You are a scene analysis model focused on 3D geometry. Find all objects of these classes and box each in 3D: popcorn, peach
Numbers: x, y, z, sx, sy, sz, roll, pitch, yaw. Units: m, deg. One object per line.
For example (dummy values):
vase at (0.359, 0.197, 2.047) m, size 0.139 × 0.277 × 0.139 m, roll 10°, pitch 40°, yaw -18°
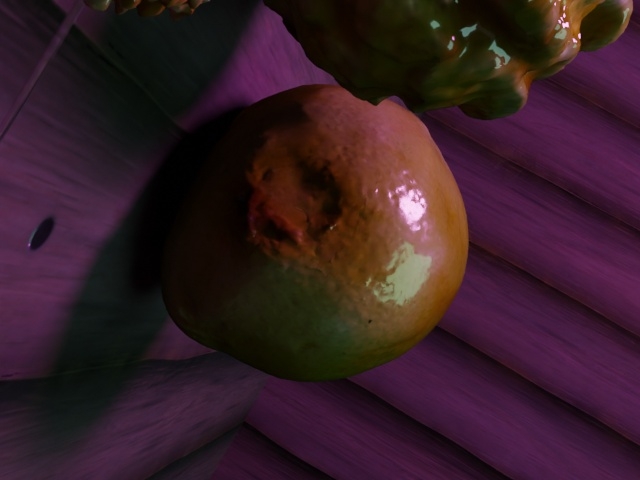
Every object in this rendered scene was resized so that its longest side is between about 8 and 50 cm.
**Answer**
popcorn at (0.106, -0.247, 0.645) m, size 0.325 × 0.290 × 0.321 m, roll -41°, pitch 175°, yaw 2°
peach at (0.004, -0.002, 0.895) m, size 0.314 × 0.281 × 0.316 m, roll -51°, pitch 162°, yaw -21°

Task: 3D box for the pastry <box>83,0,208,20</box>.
pastry at (-0.024, -0.220, 0.324) m, size 0.255 × 0.161 × 0.311 m, roll -46°, pitch 164°, yaw -53°
